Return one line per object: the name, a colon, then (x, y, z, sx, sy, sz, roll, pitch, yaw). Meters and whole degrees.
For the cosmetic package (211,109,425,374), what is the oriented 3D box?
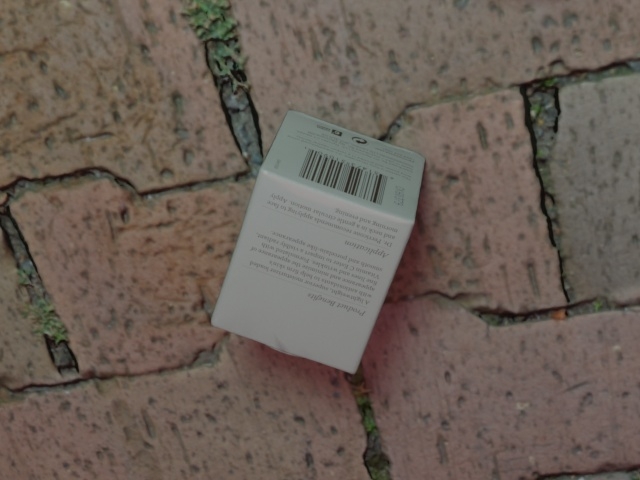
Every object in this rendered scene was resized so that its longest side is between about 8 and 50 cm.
cosmetic package: (0.000, 0.000, 1.166, 0.151, 0.151, 0.183, 20, 119, -1)
